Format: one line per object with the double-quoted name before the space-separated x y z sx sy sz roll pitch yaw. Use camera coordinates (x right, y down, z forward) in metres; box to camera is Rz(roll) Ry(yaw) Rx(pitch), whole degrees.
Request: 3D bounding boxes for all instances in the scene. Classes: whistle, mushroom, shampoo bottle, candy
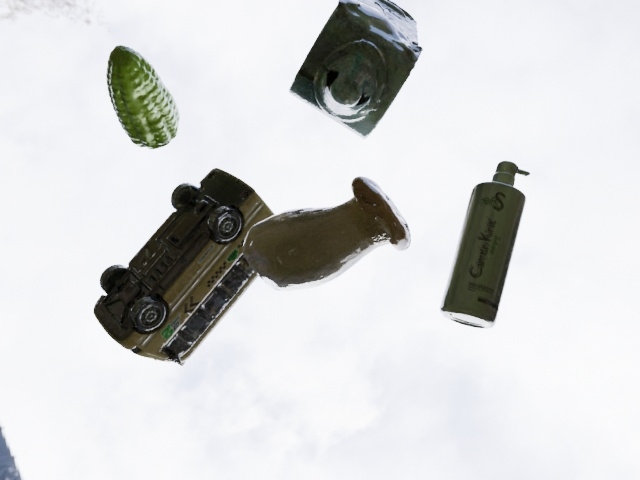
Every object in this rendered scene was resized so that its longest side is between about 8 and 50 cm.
"whistle" 0.087 -0.357 1.230 0.168 0.188 0.404 30 -120 -6
"mushroom" 0.001 -0.001 0.757 0.213 0.088 0.096 -26 -107 36
"shampoo bottle" 0.254 -0.002 1.024 0.085 0.085 0.262 12 -106 21
"candy" -0.278 -0.223 1.035 0.097 0.209 0.096 -1 -113 1

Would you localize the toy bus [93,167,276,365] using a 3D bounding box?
"toy bus" -0.238 0.056 1.271 0.365 0.202 0.177 -50 -136 -8
